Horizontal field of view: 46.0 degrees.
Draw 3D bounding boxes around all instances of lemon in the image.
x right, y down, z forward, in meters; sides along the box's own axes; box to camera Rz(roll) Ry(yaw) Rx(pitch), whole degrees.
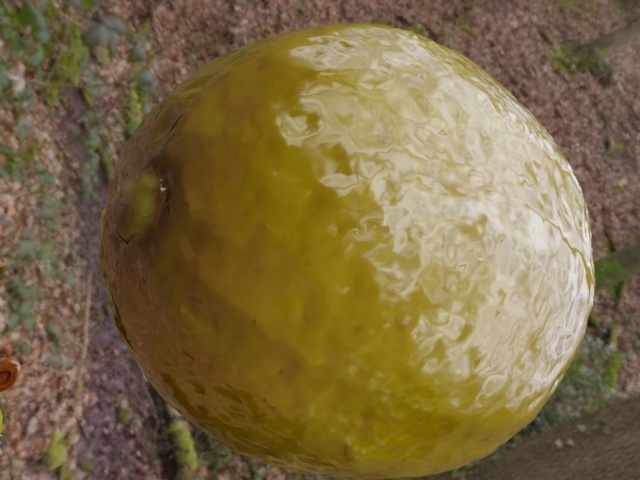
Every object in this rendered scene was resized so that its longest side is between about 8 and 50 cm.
[{"bbox_3d":[0.000,0.000,0.569,0.364,0.364,0.364,62,5,-9],"label":"lemon"}]

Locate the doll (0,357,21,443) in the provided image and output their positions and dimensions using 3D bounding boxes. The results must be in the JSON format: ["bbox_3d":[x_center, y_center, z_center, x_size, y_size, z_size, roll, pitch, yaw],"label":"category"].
[{"bbox_3d":[-0.381,0.153,0.786,0.142,0.221,0.135,29,33,8],"label":"doll"}]
